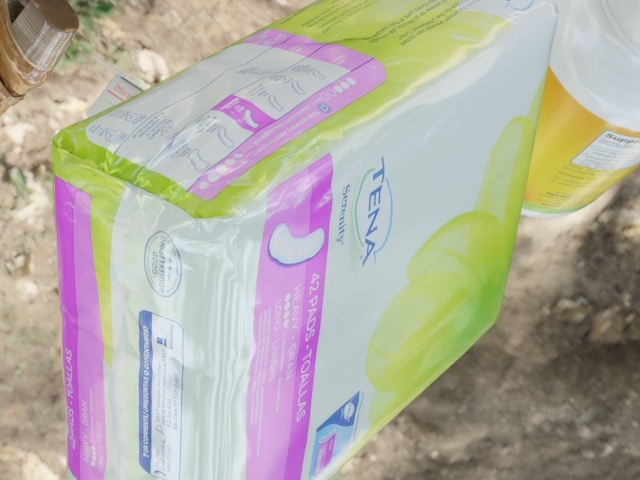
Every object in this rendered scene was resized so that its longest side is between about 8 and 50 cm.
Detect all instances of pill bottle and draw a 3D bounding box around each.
[{"bbox_3d":[0.196,-0.120,0.864,0.136,0.136,0.246,-18,166,-22],"label":"pill bottle"}]

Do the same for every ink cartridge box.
[{"bbox_3d":[-0.194,-0.125,1.458,0.198,0.115,0.067,39,86,-37],"label":"ink cartridge box"}]

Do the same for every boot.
[{"bbox_3d":[-0.329,-0.228,1.218,0.152,0.197,0.073,-39,165,36],"label":"boot"}]

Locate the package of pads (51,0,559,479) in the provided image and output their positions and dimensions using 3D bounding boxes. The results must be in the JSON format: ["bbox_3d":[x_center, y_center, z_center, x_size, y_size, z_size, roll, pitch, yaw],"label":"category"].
[{"bbox_3d":[0.000,0.000,0.617,0.296,0.101,0.229,-36,142,-45],"label":"package of pads"}]
